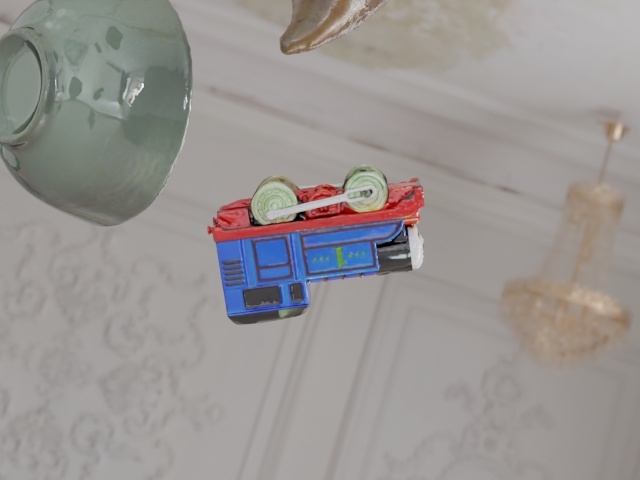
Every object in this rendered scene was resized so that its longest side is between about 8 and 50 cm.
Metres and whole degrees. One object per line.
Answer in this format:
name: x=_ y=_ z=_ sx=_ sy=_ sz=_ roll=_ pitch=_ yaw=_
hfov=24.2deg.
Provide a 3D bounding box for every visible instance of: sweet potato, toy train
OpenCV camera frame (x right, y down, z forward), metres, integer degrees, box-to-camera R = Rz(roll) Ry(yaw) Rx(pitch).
sweet potato: x=0.014 y=-0.243 z=1.098 sx=0.106 sy=0.354 sz=0.095 roll=-9 pitch=-50 yaw=2
toy train: x=0.000 y=0.000 z=1.420 sx=0.204 sy=0.131 sz=0.083 roll=-8 pitch=8 yaw=3

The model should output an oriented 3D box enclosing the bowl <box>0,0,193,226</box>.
bowl: x=-0.286 y=-0.164 z=1.673 sx=0.146 sy=0.289 sz=0.289 roll=6 pitch=-2 yaw=-44
